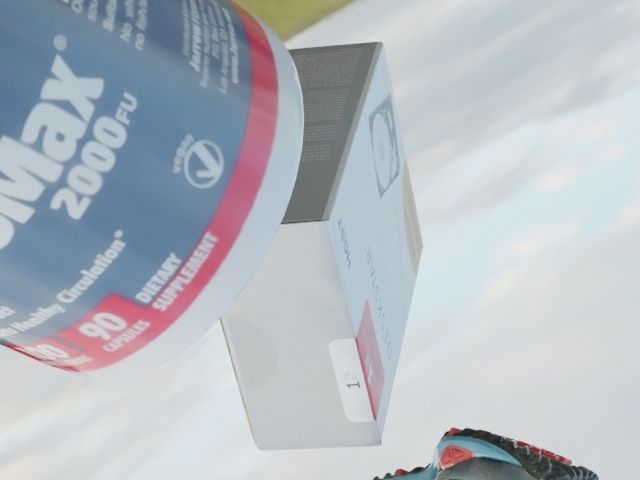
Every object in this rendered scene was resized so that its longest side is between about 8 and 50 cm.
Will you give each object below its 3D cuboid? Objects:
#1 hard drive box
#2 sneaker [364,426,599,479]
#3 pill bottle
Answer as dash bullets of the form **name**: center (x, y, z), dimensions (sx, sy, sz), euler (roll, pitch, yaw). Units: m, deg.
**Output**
- **hard drive box**: center (0.000, 0.000, 1.207), dimensions (0.089, 0.181, 0.232), euler (-4, -146, 15)
- **sneaker**: center (0.092, 0.207, 1.144), dimensions (0.262, 0.104, 0.125), euler (136, -28, -59)
- **pill bottle**: center (-0.102, -0.044, 0.420), dimensions (0.108, 0.180, 0.108), euler (-27, -131, 37)
